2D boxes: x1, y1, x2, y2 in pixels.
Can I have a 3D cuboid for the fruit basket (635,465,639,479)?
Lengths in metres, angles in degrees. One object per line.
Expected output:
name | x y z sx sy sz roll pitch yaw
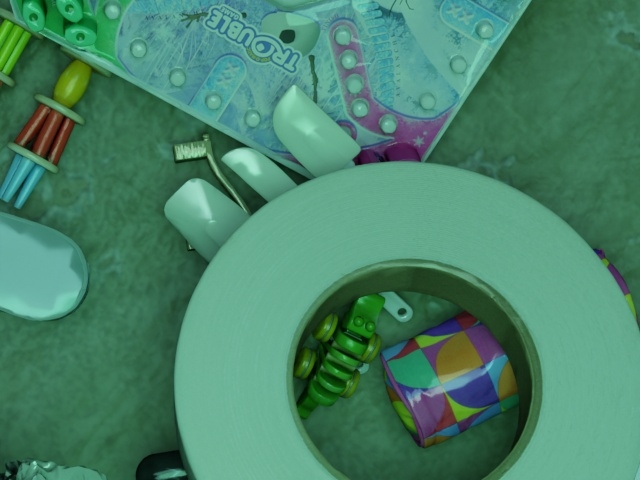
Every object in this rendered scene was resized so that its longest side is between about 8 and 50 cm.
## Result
fruit basket | 0.416 0.189 1.682 0.353 0.165 0.327 -37 89 -2

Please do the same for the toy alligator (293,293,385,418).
toy alligator | 0.028 0.082 1.696 0.056 0.051 0.190 26 104 -16

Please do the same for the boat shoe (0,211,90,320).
boat shoe | -0.345 -0.015 1.684 0.306 0.105 0.113 19 81 -8

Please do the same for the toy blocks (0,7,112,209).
toy blocks | -0.272 -0.115 1.719 0.123 0.054 0.148 29 85 -1

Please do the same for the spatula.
spatula | 0.000 0.000 1.701 0.168 0.019 0.242 -44 109 7

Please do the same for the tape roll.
tape roll | 0.074 0.124 1.587 0.392 0.072 0.392 1 69 -4

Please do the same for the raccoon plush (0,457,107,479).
raccoon plush | -0.330 0.325 1.515 0.216 0.446 0.299 17 72 -15

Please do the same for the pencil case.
pencil case | 0.168 0.094 1.709 0.236 0.104 0.104 -25 88 -7

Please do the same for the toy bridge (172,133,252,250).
toy bridge | -0.089 -0.003 1.734 0.063 0.026 0.188 -8 86 -6

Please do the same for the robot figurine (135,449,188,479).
robot figurine | -0.082 0.300 1.638 0.278 0.173 0.209 -6 46 -4

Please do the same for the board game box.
board game box | -0.001 -0.256 1.628 0.390 0.050 0.390 28 107 -18
